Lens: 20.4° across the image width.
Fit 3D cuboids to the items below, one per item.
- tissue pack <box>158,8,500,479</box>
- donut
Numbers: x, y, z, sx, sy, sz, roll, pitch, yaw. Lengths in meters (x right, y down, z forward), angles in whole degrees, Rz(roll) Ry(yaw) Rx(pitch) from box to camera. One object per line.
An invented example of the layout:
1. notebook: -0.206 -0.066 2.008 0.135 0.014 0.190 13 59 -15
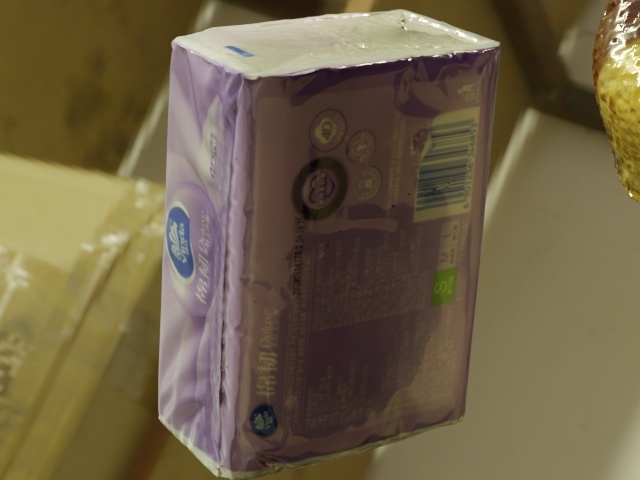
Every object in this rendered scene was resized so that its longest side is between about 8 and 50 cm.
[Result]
1. tissue pack: 0.000 0.000 1.421 0.242 0.160 0.338 -9 -66 -32
2. donut: 0.239 -0.116 1.157 0.112 0.151 0.295 52 -160 -39
